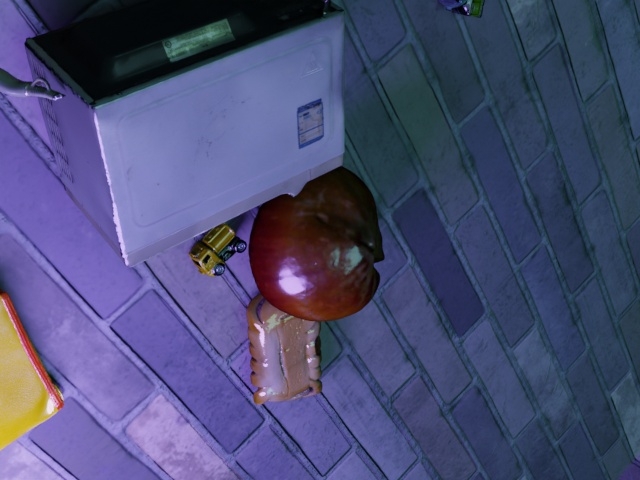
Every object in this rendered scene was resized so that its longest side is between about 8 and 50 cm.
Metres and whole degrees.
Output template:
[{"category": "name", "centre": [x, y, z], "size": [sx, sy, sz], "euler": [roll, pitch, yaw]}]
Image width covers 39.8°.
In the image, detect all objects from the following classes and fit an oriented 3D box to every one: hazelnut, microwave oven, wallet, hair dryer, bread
[{"category": "hazelnut", "centre": [0.000, 0.000, 1.393], "size": [0.217, 0.217, 0.251], "euler": [17, 75, -41]}, {"category": "microwave oven", "centre": [-0.168, -0.184, 1.167], "size": [0.355, 0.218, 0.286], "euler": [-28, 139, -24]}, {"category": "wallet", "centre": [-0.462, 0.181, 1.235], "size": [0.141, 0.067, 0.241], "euler": [-33, 131, -27]}, {"category": "hair dryer", "centre": [-0.391, -0.162, 1.066], "size": [0.067, 0.199, 0.167], "euler": [-43, 161, -48]}, {"category": "bread", "centre": [-0.064, 0.187, 1.523], "size": [0.134, 0.081, 0.225], "euler": [-14, 120, -26]}]

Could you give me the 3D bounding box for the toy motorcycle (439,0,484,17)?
[{"category": "toy motorcycle", "centre": [0.246, -0.465, 1.480], "size": [0.100, 0.058, 0.173], "euler": [-10, 117, -42]}]

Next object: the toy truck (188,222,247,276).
[{"category": "toy truck", "centre": [-0.165, 0.015, 1.389], "size": [0.083, 0.049, 0.054], "euler": [-47, 129, -12]}]
